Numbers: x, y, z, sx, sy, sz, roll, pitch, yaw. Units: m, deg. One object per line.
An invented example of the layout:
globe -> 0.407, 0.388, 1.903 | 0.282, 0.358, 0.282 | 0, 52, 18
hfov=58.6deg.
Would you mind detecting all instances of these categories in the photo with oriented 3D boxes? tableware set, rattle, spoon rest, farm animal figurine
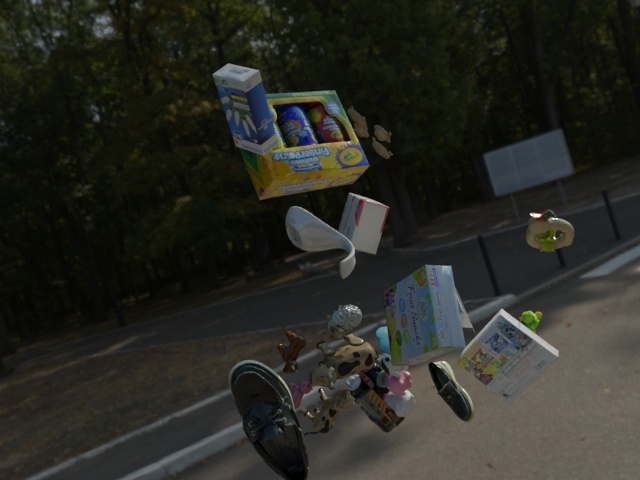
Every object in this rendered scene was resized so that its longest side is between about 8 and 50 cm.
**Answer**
tableware set -> 0.135, -0.294, 1.552 | 0.020, 0.168, 0.141 | -45, -14, -8
rattle -> 0.617, -0.069, 1.561 | 0.130, 0.143, 0.199 | -3, -33, 44
spoon rest -> 0.000, 0.000, 1.516 | 0.084, 0.137, 0.276 | -30, 45, -26
farm animal figurine -> 0.037, 0.399, 1.700 | 0.326, 0.331, 0.172 | -31, 25, -17

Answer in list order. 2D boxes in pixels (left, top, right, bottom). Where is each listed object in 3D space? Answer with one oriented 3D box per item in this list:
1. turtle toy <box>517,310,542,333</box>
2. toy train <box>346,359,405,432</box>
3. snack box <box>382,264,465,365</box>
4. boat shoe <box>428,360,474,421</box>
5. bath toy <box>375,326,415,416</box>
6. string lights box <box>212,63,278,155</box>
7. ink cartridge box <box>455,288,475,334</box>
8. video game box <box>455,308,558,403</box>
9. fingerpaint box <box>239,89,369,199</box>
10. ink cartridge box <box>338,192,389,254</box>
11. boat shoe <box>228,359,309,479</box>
turtle toy -> 0.711, 0.281, 1.949 | 0.066, 0.095, 0.130 | 23, -23, 16
toy train -> 0.237, 0.619, 2.280 | 0.190, 0.334, 0.142 | -43, 30, -7
snack box -> 0.215, 0.166, 1.226 | 0.070, 0.175, 0.207 | 3, -23, -22
boat shoe -> 0.409, 0.480, 1.823 | 0.073, 0.224, 0.080 | 13, -55, -32
bath toy -> 0.277, 0.493, 2.122 | 0.129, 0.349, 0.151 | 12, 32, 39
string lights box -> -0.227, -0.402, 1.761 | 0.133, 0.260, 0.077 | 22, 53, 33
ink cartridge box -> 0.407, 0.198, 1.714 | 0.045, 0.146, 0.179 | -23, -39, 11
video game box -> 0.508, 0.320, 1.566 | 0.205, 0.187, 0.048 | -56, -6, 28
fingerpaint box -> -0.082, -0.384, 2.226 | 0.444, 0.371, 0.163 | -12, -18, -32
ink cartridge box -> 0.146, -0.064, 2.024 | 0.100, 0.172, 0.237 | 14, 8, -12
boat shoe -> -0.111, 0.432, 1.314 | 0.127, 0.340, 0.113 | -19, 23, -5
